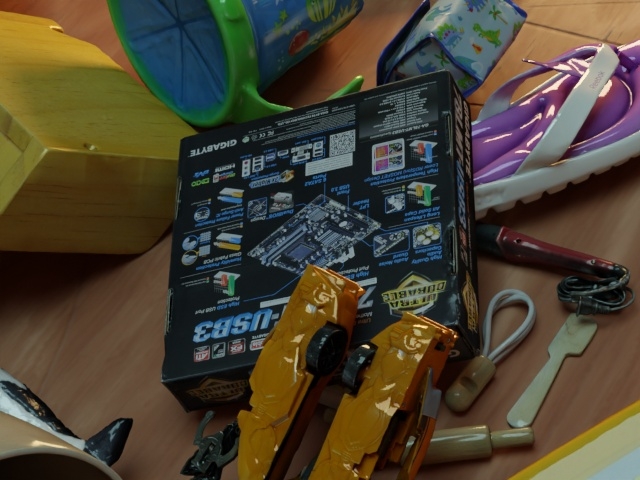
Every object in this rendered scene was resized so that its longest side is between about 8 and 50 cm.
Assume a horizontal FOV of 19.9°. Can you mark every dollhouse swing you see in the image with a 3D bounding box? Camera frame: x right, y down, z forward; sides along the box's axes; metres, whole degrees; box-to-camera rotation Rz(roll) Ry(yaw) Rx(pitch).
[{"bbox_3d":[-0.359,-0.044,1.948,0.315,0.305,0.347,3,28,-45],"label":"dollhouse swing"}]

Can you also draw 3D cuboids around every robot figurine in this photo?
[{"bbox_3d":[-0.002,0.182,1.558,0.211,0.085,0.291,27,95,30],"label":"robot figurine"}]

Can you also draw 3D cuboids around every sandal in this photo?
[{"bbox_3d":[0.220,-0.127,1.825,0.416,0.102,0.169,-28,36,-15],"label":"sandal"}]

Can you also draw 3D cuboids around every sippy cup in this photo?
[{"bbox_3d":[-0.080,-0.272,1.990,0.224,0.306,0.240,-30,18,-29],"label":"sippy cup"}]

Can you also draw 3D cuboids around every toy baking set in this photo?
[{"bbox_3d":[0.129,0.124,1.688,0.256,0.030,0.197,-5,47,10],"label":"toy baking set"}]

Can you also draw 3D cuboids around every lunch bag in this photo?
[{"bbox_3d":[0.125,-0.198,1.924,0.096,0.151,0.129,43,54,-8],"label":"lunch bag"}]

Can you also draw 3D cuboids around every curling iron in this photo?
[{"bbox_3d":[0.182,0.010,1.772,0.274,0.035,0.068,23,40,34],"label":"curling iron"}]

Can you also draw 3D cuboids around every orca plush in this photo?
[{"bbox_3d":[-0.297,0.145,1.731,0.287,0.151,0.102,9,19,25],"label":"orca plush"}]

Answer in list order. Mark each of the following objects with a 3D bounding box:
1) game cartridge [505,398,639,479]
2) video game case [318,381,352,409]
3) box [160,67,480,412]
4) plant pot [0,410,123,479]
[{"bbox_3d":[0.232,0.293,1.414,0.323,0.053,0.285,-30,61,-2],"label":"game cartridge"},{"bbox_3d":[0.002,0.066,1.765,0.212,0.023,0.193,18,54,35],"label":"video game case"},{"bbox_3d":[0.000,0.000,1.728,0.295,0.073,0.293,-13,54,18],"label":"box"},{"bbox_3d":[-0.331,0.239,1.575,0.256,0.256,0.274,-37,38,-20],"label":"plant pot"}]
